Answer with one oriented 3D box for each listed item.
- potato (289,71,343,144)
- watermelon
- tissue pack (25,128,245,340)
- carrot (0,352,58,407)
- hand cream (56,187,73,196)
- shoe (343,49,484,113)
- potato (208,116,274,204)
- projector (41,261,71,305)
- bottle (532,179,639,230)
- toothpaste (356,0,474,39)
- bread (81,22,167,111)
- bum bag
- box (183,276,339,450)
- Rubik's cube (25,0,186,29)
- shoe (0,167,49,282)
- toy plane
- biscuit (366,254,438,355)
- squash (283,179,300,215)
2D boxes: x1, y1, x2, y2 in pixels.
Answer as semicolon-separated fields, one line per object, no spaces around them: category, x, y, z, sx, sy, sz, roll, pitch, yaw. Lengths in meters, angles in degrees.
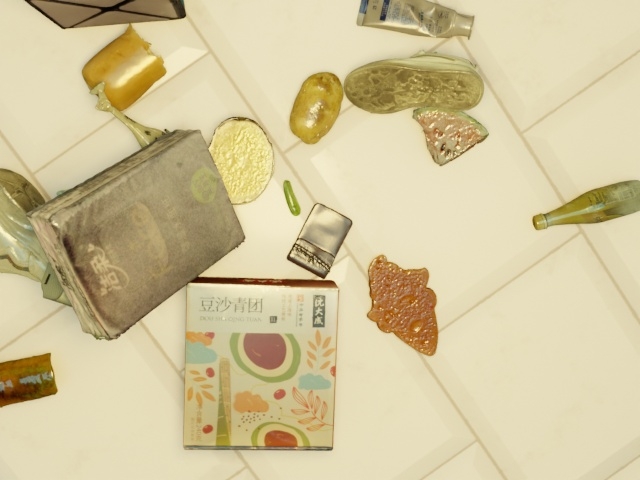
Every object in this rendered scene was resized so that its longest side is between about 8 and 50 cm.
potato;-0.009;-0.306;1.708;0.107;0.080;0.171;29;94;5
watermelon;0.291;-0.245;1.749;0.187;0.071;0.139;18;107;-3
tissue pack;-0.363;-0.022;1.538;0.394;0.124;0.288;-39;120;-36
carrot;-0.748;0.331;1.693;0.301;0.114;0.114;-11;96;-8
hand cream;-0.495;-0.113;1.701;0.204;0.050;0.078;-22;97;2
shoe;0.220;-0.373;1.700;0.316;0.159;0.124;8;129;16
potato;-0.191;-0.182;1.705;0.164;0.081;0.201;2;98;-14
projector;-0.462;0.035;1.614;0.198;0.108;0.251;30;71;-47
bottle;0.641;-0.076;1.785;0.269;0.083;0.083;-16;97;2
toothpaste;0.221;-0.519;1.724;0.266;0.061;0.096;12;96;1
bread;-0.439;-0.379;1.659;0.173;0.085;0.134;-42;98;0
bum bag;0.000;0.000;1.764;0.109;0.026;0.159;26;93;-6
box;-0.139;0.285;1.731;0.344;0.122;0.385;2;95;-5
Rubik's cube;-0.444;-0.624;1.533;0.310;0.305;0.307;-4;93;-2
shoe;-0.667;0.022;1.666;0.210;0.132;0.342;-31;108;16
toy plane;-0.390;-0.235;1.654;0.286;0.092;0.108;36;57;-32
biscuit;0.203;0.156;1.789;0.183;0.043;0.280;-32;102;2
squash;-0.069;-0.099;1.750;0.027;0.027;0.089;-21;95;-3
